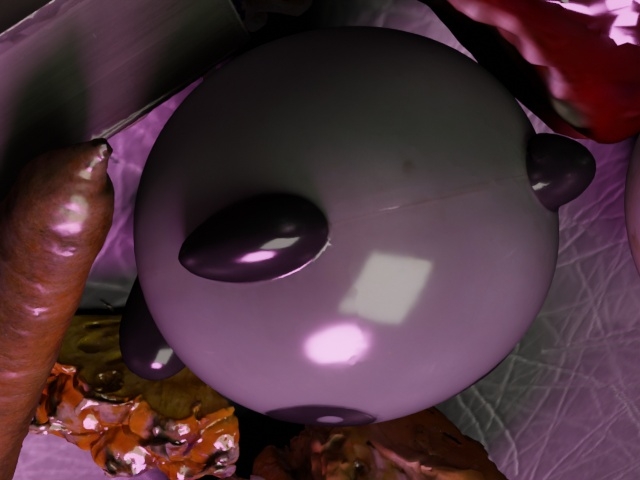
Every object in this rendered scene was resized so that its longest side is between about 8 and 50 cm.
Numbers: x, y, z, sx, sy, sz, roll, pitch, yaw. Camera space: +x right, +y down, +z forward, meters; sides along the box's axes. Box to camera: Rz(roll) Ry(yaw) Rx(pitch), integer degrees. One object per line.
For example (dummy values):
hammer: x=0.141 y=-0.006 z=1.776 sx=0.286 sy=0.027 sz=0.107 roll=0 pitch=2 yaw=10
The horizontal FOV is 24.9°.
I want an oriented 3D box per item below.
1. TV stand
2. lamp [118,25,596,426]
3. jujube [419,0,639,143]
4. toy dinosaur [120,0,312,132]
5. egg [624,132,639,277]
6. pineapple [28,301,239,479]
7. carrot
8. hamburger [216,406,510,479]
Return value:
TV stand: x=-0.172 y=-0.060 z=0.641 sx=0.269 sy=0.088 sz=0.083 roll=-33 pitch=137 yaw=-4
lamp: x=0.000 y=0.000 z=0.680 sx=0.197 sy=0.198 sz=0.244 roll=-9 pitch=172 yaw=-25
jujube: x=0.186 y=-0.201 z=0.648 sx=0.376 sy=0.258 sz=0.258 roll=-27 pitch=135 yaw=-2
toy dinosaur: x=-0.050 y=-0.104 z=0.720 sx=0.058 sy=0.037 sz=0.180 roll=32 pitch=100 yaw=-27
egg: x=0.281 y=-0.014 z=0.880 sx=0.186 sy=0.186 sz=0.253 roll=-37 pitch=136 yaw=0
pineapple: x=-0.099 y=0.085 z=0.806 sx=0.116 sy=0.137 sz=0.069 roll=-49 pitch=160 yaw=-53
carrot: x=-0.159 y=0.056 z=0.701 sx=0.070 sy=0.070 sz=0.342 roll=-4 pitch=146 yaw=-28
hamburger: x=0.045 y=0.227 z=0.893 sx=0.211 sy=0.260 sz=0.245 roll=-40 pitch=154 yaw=-2
